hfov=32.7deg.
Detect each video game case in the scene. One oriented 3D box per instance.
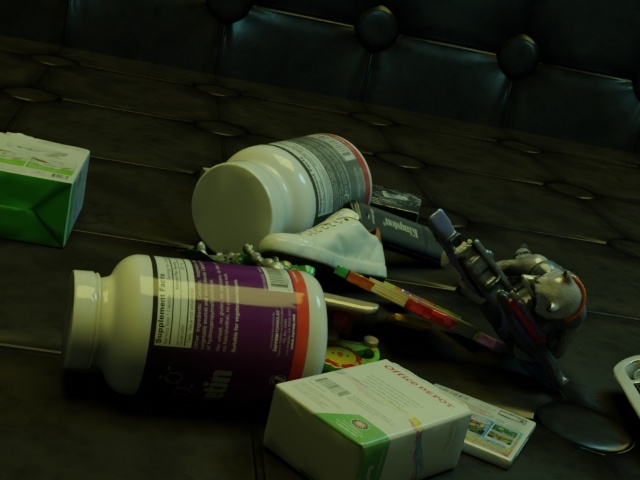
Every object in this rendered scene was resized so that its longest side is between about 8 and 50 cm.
[{"bbox_3d":[0.205,0.254,1.508,0.157,0.019,0.143,20,19,20],"label":"video game case"}]

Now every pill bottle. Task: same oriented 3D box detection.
[{"bbox_3d":[-0.069,-0.082,2.038,0.210,0.210,0.363,21,20,24],"label":"pill bottle"},{"bbox_3d":[-0.164,0.116,1.416,0.323,0.181,0.181,6,19,-18],"label":"pill bottle"}]

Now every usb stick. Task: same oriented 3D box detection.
[{"bbox_3d":[0.148,-0.012,2.095,0.278,0.077,0.045,18,-29,-41],"label":"usb stick"}]

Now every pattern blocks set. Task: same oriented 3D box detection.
[{"bbox_3d":[0.158,0.105,1.749,0.285,0.026,0.325,26,-2,-42],"label":"pattern blocks set"}]

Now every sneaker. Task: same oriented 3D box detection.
[{"bbox_3d":[0.000,0.000,1.893,0.106,0.123,0.290,-12,-16,40],"label":"sneaker"}]

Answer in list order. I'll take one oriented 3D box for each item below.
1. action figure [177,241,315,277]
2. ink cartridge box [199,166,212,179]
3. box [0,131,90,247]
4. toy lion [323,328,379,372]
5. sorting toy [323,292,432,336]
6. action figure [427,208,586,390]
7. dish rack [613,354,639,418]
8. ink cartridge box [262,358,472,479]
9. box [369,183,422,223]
[{"bbox_3d":[-0.100,0.044,1.735,0.232,0.063,0.137,9,-14,38],"label":"action figure"},{"bbox_3d":[-0.222,-0.103,2.239,0.029,0.062,0.115,6,19,-24],"label":"ink cartridge box"},{"bbox_3d":[-0.553,-0.102,1.908,0.262,0.126,0.231,9,17,-8],"label":"box"},{"bbox_3d":[0.040,0.173,1.630,0.100,0.034,0.096,10,25,-10],"label":"toy lion"},{"bbox_3d":[-0.001,0.112,1.688,0.348,0.047,0.196,12,-10,4],"label":"sorting toy"},{"bbox_3d":[0.309,0.052,1.746,0.341,0.178,0.330,54,-7,-12],"label":"action figure"},{"bbox_3d":[0.627,0.234,1.616,0.333,0.072,0.285,-12,17,4],"label":"dish rack"},{"bbox_3d":[0.060,0.232,1.357,0.212,0.093,0.154,-9,28,-45],"label":"ink cartridge box"},{"bbox_3d":[0.124,-0.052,2.269,0.156,0.093,0.158,14,17,4],"label":"box"}]
